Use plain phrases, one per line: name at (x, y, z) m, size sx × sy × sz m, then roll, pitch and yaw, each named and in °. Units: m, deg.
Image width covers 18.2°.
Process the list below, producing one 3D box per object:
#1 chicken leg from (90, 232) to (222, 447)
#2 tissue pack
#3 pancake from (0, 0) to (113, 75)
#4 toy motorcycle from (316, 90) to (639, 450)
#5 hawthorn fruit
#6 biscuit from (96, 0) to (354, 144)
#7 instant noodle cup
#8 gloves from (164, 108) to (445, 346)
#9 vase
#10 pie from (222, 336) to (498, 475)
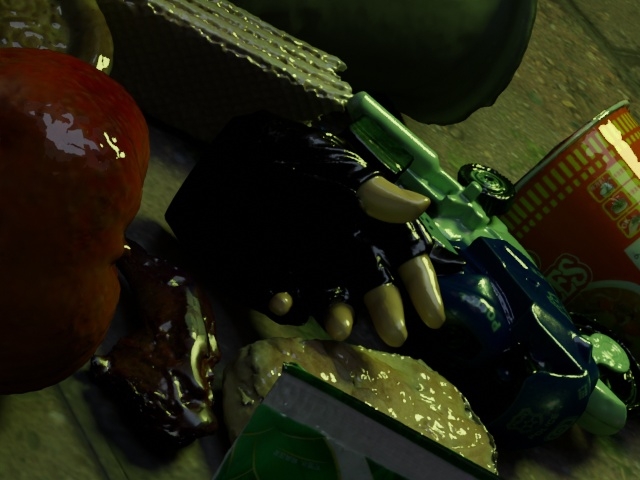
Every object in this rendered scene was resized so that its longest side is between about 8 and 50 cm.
chicken leg at (-0.107, 0.058, 1.309) m, size 0.093 × 0.053 × 0.205 m, roll 10°, pitch 32°, yaw -15°
tissue pack at (0.045, 0.191, 1.136) m, size 0.209 × 0.156 × 0.148 m, roll 28°, pitch -12°, yaw 21°
pancake at (-0.265, -0.154, 1.397) m, size 0.250 × 0.031 × 0.250 m, roll 11°, pitch 51°, yaw -13°
toy motorcycle at (0.107, 0.039, 1.497) m, size 0.331 × 0.125 × 0.196 m, roll 41°, pitch 28°, yaw 1°
hawthorn fruit at (-0.228, -0.020, 1.161) m, size 0.243 × 0.207 × 0.207 m, roll 10°, pitch 34°, yaw -8°
biscuit at (-0.096, -0.136, 1.539) m, size 0.239 × 0.108 × 0.061 m, roll 26°, pitch 41°, yaw -18°
instant noodle cup at (0.253, 0.021, 1.636) m, size 0.212 × 0.193 × 0.193 m, roll 49°, pitch 30°, yaw 8°
gloves at (0.000, 0.000, 1.385) m, size 0.203 × 0.164 × 0.124 m, roll 37°, pitch 37°, yaw 2°
vase at (0.004, -0.232, 1.680) m, size 0.291 × 0.245 × 0.245 m, roll 6°, pitch 40°, yaw -36°
pie at (0.036, 0.140, 1.331) m, size 0.218 × 0.052 × 0.185 m, roll 11°, pitch 35°, yaw -41°
